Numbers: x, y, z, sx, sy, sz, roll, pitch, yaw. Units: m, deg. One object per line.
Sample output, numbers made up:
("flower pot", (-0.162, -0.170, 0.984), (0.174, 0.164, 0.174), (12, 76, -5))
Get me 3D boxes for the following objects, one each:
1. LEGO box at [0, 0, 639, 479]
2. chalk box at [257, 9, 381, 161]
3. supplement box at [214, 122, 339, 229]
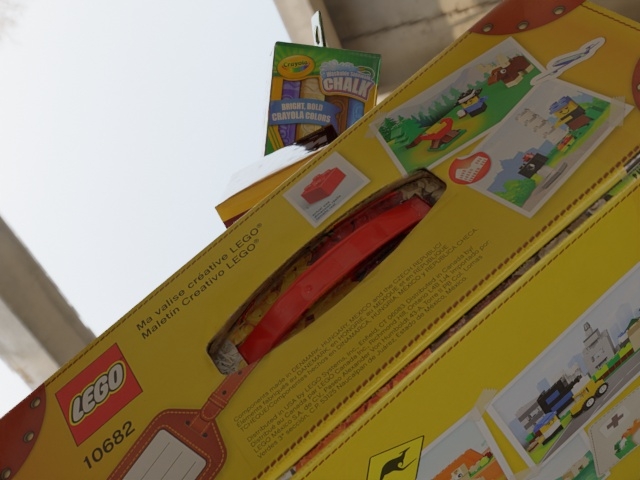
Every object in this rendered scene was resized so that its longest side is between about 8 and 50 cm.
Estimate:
("LEGO box", (0.078, 0.122, 0.647), (0.500, 0.372, 0.193), (-40, -135, -5))
("chalk box", (-0.004, -0.237, 1.438), (0.179, 0.289, 0.180), (7, -176, -8))
("supplement box", (0.000, 0.000, 0.871), (0.129, 0.191, 0.194), (-27, -167, 5))
